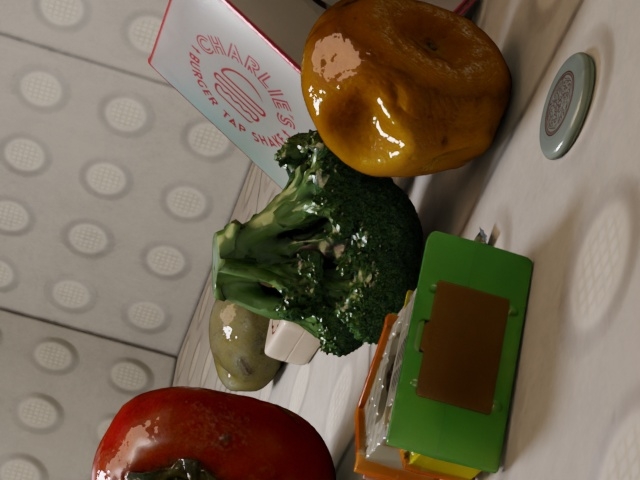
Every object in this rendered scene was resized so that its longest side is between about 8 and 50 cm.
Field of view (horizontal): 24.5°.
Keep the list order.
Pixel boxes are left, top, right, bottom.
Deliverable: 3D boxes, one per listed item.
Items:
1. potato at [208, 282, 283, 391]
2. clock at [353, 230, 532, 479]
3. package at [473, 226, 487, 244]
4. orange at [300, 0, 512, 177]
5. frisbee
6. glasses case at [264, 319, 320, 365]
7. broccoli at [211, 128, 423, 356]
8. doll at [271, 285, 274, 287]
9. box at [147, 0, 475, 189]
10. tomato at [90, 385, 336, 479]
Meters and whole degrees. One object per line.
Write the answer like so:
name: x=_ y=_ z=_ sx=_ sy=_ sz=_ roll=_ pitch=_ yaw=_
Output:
potato: x=-0.127 y=0.169 z=2.666 sx=0.178 sy=0.160 sz=0.235 roll=-26 pitch=-50 yaw=-48
clock: x=0.111 y=0.145 z=1.487 sx=0.255 sy=0.106 sz=0.220 roll=116 pitch=169 yaw=-66
package: x=0.162 y=0.040 z=1.604 sx=0.037 sy=0.015 sz=0.110 roll=-112 pitch=37 yaw=-67
orange: x=0.095 y=-0.177 z=1.706 sx=0.249 sy=0.249 sz=0.183 roll=-85 pitch=21 yaw=-50
frisbee: x=0.240 y=-0.132 z=1.445 sx=0.110 sy=0.014 sz=0.110 roll=-163 pitch=90 yaw=-80
glasses case: x=-0.017 y=0.034 z=2.472 sx=0.144 sy=0.076 sz=0.337 roll=119 pitch=164 yaw=-56
broccoli: x=0.000 y=0.000 z=1.842 sx=0.308 sy=0.275 sz=0.308 roll=176 pitch=90 yaw=-77
doll: x=0.013 y=-0.016 z=2.205 sx=0.363 sy=0.145 sz=0.199 roll=-48 pitch=18 yaw=53
box: x=-0.012 y=-0.296 z=2.037 sx=0.300 sy=0.314 sz=0.312 roll=-46 pitch=-3 yaw=-25
tomato: x=-0.141 y=0.348 z=1.950 sx=0.290 sy=0.325 sz=0.293 roll=41 pitch=-128 yaw=-71
